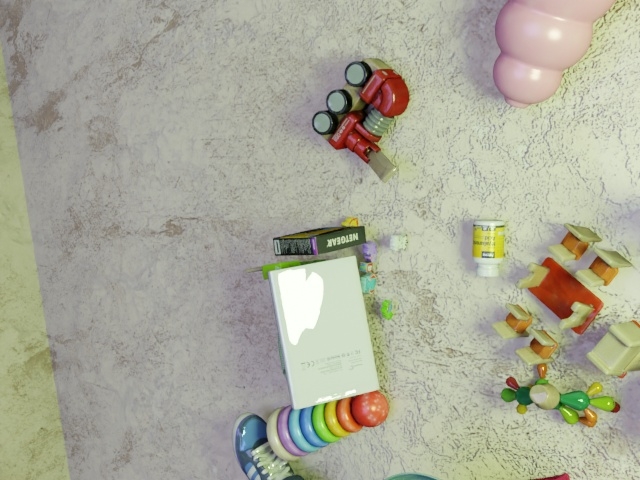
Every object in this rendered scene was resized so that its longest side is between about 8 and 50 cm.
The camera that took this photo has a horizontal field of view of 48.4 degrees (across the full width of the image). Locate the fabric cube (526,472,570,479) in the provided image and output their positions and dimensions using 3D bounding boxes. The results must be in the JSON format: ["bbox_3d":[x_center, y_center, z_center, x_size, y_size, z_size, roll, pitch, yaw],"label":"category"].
[{"bbox_3d":[0.372,0.635,1.399,0.259,0.258,0.254,-26,76,38],"label":"fabric cube"}]

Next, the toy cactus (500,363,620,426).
[{"bbox_3d":[0.449,0.295,1.367,0.219,0.180,0.112,11,81,34],"label":"toy cactus"}]

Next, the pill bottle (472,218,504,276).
[{"bbox_3d":[0.351,0.015,1.488,0.065,0.065,0.116,4,97,39],"label":"pill bottle"}]

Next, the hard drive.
[{"bbox_3d":[0.008,0.210,1.653,0.040,0.210,0.318,167,93,-74],"label":"hard drive"}]

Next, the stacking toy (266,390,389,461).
[{"bbox_3d":[0.025,0.441,1.762,0.330,0.141,0.141,-28,76,32],"label":"stacking toy"}]

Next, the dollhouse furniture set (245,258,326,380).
[{"bbox_3d":[-0.079,0.205,1.774,0.151,0.198,0.301,-10,87,38],"label":"dollhouse furniture set"}]

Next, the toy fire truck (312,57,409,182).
[{"bbox_3d":[0.123,-0.261,1.613,0.246,0.158,0.217,46,120,14],"label":"toy fire truck"}]

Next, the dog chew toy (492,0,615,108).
[{"bbox_3d":[0.421,-0.407,1.317,0.207,0.207,0.331,33,122,33],"label":"dog chew toy"}]

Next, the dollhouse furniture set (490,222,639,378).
[{"bbox_3d":[0.502,0.139,1.358,0.259,0.135,0.262,50,123,38],"label":"dollhouse furniture set"}]

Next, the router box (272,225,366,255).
[{"bbox_3d":[0.000,0.000,1.640,0.133,0.179,0.046,-1,98,41],"label":"router box"}]

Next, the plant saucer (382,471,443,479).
[{"bbox_3d":[0.212,0.588,1.333,0.318,0.044,0.317,5,97,40],"label":"plant saucer"}]

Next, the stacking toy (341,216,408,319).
[{"bbox_3d":[0.117,0.067,1.701,0.167,0.052,0.221,16,106,40],"label":"stacking toy"}]

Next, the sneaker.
[{"bbox_3d":[-0.101,0.606,1.845,0.236,0.130,0.322,-14,93,55],"label":"sneaker"}]
